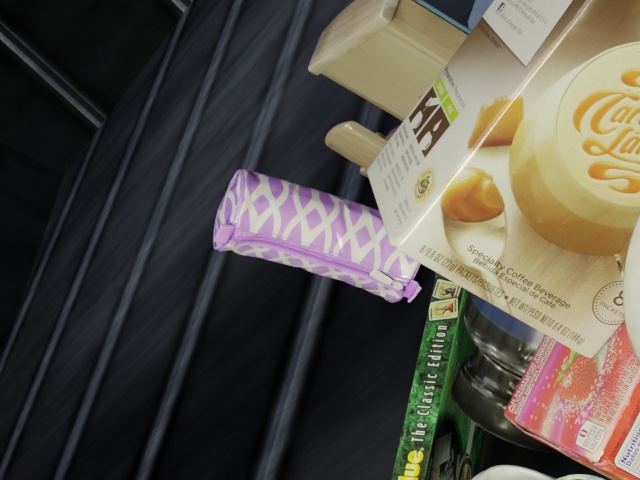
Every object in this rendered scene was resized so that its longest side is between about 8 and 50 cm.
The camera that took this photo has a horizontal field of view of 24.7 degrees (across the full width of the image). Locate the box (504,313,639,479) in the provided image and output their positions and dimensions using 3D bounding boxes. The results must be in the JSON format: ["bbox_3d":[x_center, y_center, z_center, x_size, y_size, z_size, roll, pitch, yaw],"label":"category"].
[{"bbox_3d":[0.234,0.027,0.842,0.257,0.128,0.122,-63,19,-3],"label":"box"}]

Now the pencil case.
[{"bbox_3d":[0.000,0.000,1.385,0.088,0.206,0.086,-87,18,-46],"label":"pencil case"}]

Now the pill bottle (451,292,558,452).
[{"bbox_3d":[0.171,0.027,0.989,0.123,0.123,0.219,-113,41,-67],"label":"pill bottle"}]

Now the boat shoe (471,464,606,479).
[{"bbox_3d":[0.158,0.172,0.853,0.226,0.083,0.076,30,134,55],"label":"boat shoe"}]

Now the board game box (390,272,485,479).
[{"bbox_3d":[0.086,0.161,1.058,0.030,0.136,0.260,0,53,22],"label":"board game box"}]

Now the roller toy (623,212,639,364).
[{"bbox_3d":[0.256,0.032,0.687,0.146,0.209,0.191,-122,38,-69],"label":"roller toy"}]

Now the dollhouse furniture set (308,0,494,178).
[{"bbox_3d":[0.127,-0.243,1.399,0.286,0.198,0.303,-27,38,59],"label":"dollhouse furniture set"}]

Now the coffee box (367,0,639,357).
[{"bbox_3d":[0.156,-0.079,0.777,0.246,0.141,0.098,-54,21,20],"label":"coffee box"}]
